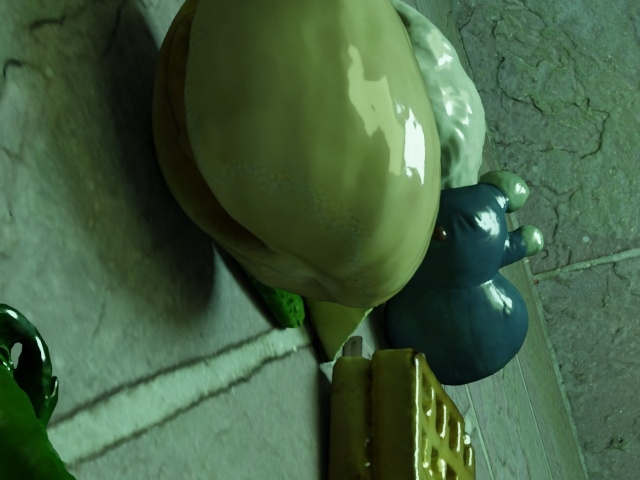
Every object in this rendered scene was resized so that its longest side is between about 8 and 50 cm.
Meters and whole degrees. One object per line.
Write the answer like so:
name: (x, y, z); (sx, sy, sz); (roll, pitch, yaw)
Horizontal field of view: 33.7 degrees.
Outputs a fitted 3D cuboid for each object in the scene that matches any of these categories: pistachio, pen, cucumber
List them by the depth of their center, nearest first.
pistachio: (-0.012, -0.094, 0.835); (0.230, 0.230, 0.308); (5, 70, -72)
cucumber: (-0.047, 0.031, 0.955); (0.039, 0.039, 0.168); (-90, 159, -44)
pen: (0.077, 0.186, 1.221); (0.053, 0.032, 0.197); (-89, 155, -46)

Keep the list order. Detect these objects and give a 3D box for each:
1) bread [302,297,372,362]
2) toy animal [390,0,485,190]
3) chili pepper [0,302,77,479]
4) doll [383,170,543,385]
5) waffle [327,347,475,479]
bread: (0.000, 0.000, 1.156); (0.178, 0.135, 0.240); (38, 22, -2)
toy animal: (0.093, -0.129, 1.385); (0.307, 0.266, 0.188); (-64, 180, 43)
chili pepper: (-0.090, 0.217, 0.427); (0.168, 0.213, 0.384); (-27, 79, -31)
doll: (0.169, 0.054, 1.331); (0.154, 0.228, 0.258); (-69, 153, -67)
waffle: (0.086, 0.291, 1.034); (0.224, 0.098, 0.327); (53, 32, -46)
